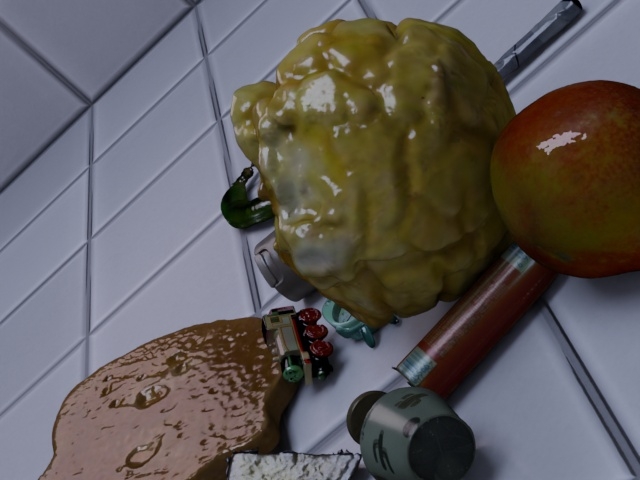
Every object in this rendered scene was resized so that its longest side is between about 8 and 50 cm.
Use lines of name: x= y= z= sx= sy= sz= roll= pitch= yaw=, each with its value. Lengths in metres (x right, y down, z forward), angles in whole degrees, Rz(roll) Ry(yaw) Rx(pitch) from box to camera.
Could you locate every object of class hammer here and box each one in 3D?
hammer: x=0.234 y=-0.215 z=1.936 sx=0.427 sy=0.044 sz=0.152 roll=-41 pitch=26 yaw=11

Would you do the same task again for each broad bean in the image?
broad bean: x=-0.105 y=-0.079 z=2.243 sx=0.144 sy=0.049 sz=0.292 roll=-53 pitch=26 yaw=-13

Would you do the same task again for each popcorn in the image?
popcorn: x=0.091 y=-0.088 z=1.572 sx=0.354 sy=0.390 sz=0.344 roll=126 pitch=149 yaw=-45

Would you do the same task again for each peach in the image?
peach: x=0.306 y=-0.065 z=1.407 sx=0.231 sy=0.231 sz=0.231 roll=-36 pitch=28 yaw=23

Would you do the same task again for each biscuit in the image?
biscuit: x=-0.210 y=0.253 z=1.821 sx=0.385 sy=0.062 sz=0.365 roll=-17 pitch=31 yaw=14

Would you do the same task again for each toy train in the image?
toy train: x=-0.031 y=0.146 z=1.767 sx=0.087 sy=0.050 sz=0.138 roll=-9 pitch=37 yaw=-8

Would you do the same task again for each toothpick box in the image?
toothpick box: x=0.000 y=0.000 z=1.907 sx=0.180 sy=0.111 sz=0.111 roll=-37 pitch=28 yaw=16

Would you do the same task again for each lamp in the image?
lamp: x=0.095 y=0.223 z=1.449 sx=0.121 sy=0.121 sz=0.214 roll=-53 pitch=17 yaw=-11

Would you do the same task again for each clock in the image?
clock: x=0.059 y=0.096 z=1.764 sx=0.101 sy=0.041 sz=0.135 roll=-45 pitch=27 yaw=5

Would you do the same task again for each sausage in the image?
sausage: x=0.204 y=0.084 z=1.526 sx=0.264 sy=0.083 sz=0.083 roll=-47 pitch=26 yaw=-1

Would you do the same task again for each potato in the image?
potato: x=-0.026 y=0.314 z=1.572 sx=0.172 sy=0.089 sz=0.101 roll=-5 pitch=63 yaw=12
